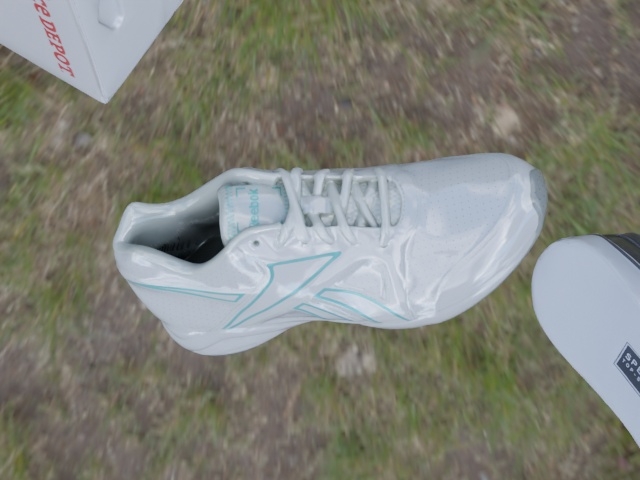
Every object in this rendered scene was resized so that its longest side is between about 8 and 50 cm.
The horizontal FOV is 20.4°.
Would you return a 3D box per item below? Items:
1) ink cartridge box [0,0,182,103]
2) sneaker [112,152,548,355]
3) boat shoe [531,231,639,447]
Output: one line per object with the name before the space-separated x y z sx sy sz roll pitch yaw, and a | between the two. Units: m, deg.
ink cartridge box | -0.226 -0.230 1.122 0.273 0.198 0.114 30 73 14
sneaker | 0.000 0.000 0.589 0.152 0.053 0.061 -15 145 23
boat shoe | 0.259 0.112 1.157 0.102 0.301 0.108 -10 140 -38
